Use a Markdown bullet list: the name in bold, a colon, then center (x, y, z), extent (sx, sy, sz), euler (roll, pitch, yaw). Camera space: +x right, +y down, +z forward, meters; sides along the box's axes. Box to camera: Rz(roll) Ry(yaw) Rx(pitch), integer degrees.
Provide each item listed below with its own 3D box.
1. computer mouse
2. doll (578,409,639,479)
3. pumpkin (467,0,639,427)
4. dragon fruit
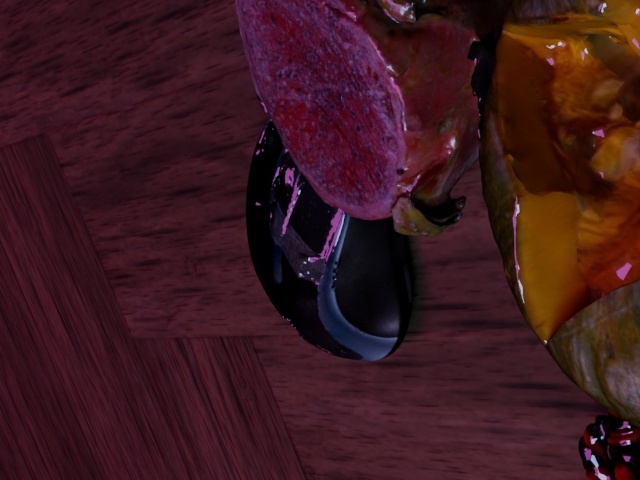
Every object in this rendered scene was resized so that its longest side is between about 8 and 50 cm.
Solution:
- **computer mouse**: center (0.000, 0.000, 1.113), extent (0.137, 0.096, 0.233), euler (22, 131, 45)
- **doll**: center (0.230, 0.212, 0.972), extent (0.127, 0.088, 0.249), euler (-136, 42, -58)
- **pumpkin**: center (0.210, -0.049, 0.676), extent (0.320, 0.192, 0.321), euler (13, 105, 60)
- **dragon fruit**: center (0.043, -0.144, 0.930), extent (0.282, 0.147, 0.211), euler (59, 156, 11)
